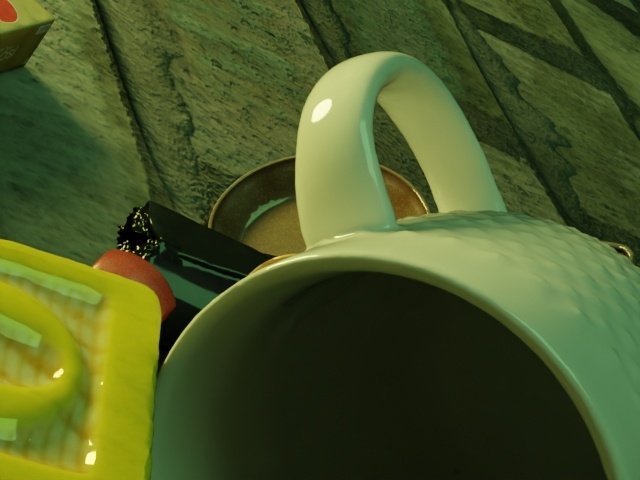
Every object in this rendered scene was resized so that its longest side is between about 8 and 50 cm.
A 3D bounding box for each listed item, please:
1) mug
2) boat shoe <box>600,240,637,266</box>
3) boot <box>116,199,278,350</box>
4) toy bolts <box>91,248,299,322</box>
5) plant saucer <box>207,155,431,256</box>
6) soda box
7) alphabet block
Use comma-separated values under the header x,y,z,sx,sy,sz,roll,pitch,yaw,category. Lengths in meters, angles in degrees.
x,y,z,sx,sy,sz,roll,pitch,yaw,category
0.078,0.070,0.937,0.328,0.276,0.374,-19,93,-63,mug
0.144,0.034,1.460,0.305,0.091,0.109,6,28,-13,boat shoe
-0.069,0.093,1.200,0.207,0.094,0.246,17,47,-18,boot
-0.093,0.088,1.053,0.228,0.218,0.158,34,13,4,toy bolts
0.000,0.000,1.400,0.198,0.036,0.198,0,44,0,plant saucer
-0.305,-0.173,1.337,0.061,0.058,0.181,43,26,6,soda box
-0.205,0.124,0.826,0.192,0.197,0.193,18,32,-17,alphabet block
